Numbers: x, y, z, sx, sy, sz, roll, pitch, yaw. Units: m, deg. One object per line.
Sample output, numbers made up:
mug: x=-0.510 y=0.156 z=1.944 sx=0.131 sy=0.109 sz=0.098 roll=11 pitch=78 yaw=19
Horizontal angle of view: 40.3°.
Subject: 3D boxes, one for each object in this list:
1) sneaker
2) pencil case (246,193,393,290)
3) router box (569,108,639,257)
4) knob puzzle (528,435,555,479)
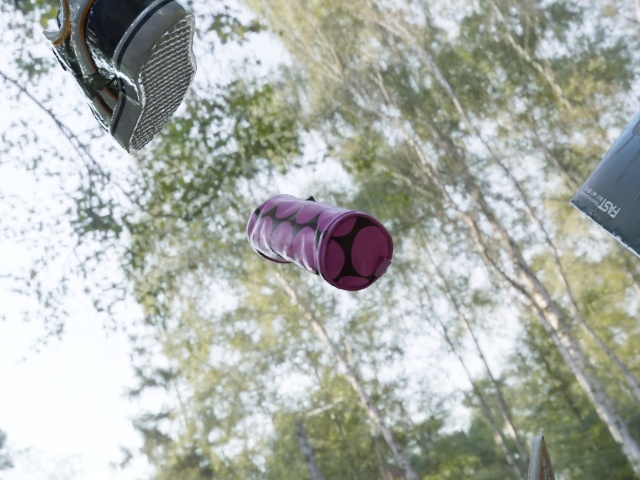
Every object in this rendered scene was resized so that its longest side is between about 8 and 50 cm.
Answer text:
sneaker: x=-0.210 y=-0.199 z=0.930 sx=0.126 sy=0.127 sz=0.321 roll=-51 pitch=1 yaw=-19
pencil case: x=0.000 y=0.000 z=0.947 sx=0.098 sy=0.209 sz=0.095 roll=42 pitch=-98 yaw=-24
router box: x=0.159 y=-0.028 z=0.349 sx=0.038 sy=0.122 sz=0.092 roll=32 pitch=-78 yaw=-11
knob puzzle: x=0.245 y=0.301 z=0.905 sx=0.030 sy=0.213 sz=0.213 roll=-8 pitch=-20 yaw=21
